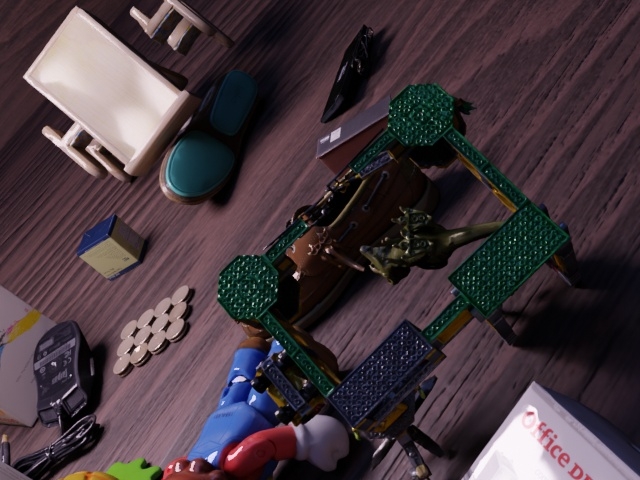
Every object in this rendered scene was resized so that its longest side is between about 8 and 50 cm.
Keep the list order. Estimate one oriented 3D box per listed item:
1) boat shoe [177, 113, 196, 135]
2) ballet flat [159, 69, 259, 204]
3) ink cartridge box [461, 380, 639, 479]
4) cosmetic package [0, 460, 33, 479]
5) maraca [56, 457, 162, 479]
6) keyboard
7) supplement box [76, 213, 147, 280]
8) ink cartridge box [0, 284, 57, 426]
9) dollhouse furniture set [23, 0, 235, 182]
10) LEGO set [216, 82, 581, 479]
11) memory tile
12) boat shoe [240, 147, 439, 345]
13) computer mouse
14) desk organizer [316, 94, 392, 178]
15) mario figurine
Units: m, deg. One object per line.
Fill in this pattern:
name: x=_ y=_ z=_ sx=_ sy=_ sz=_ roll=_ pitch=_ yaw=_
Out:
boat shoe: x=-0.265 y=-0.227 z=1.825 sx=0.125 sy=0.038 sz=0.046 roll=-17 pitch=47 yaw=63
ballet flat: x=-0.205 y=-0.163 z=1.615 sx=0.124 sy=0.116 sz=0.342 roll=-44 pitch=21 yaw=47
ink cartridge box: x=0.153 y=0.232 z=0.631 sx=0.218 sy=0.092 sz=0.158 roll=-54 pitch=29 yaw=6
cosmetic package: x=-0.466 y=0.395 z=1.195 sx=0.151 sy=0.151 sz=0.183 roll=-43 pitch=28 yaw=7
maraca: x=-0.278 y=0.324 z=1.106 sx=0.186 sy=0.099 sz=0.127 roll=-32 pitch=26 yaw=-32
keyboard: x=0.055 y=-0.273 z=1.496 sx=0.100 sy=0.038 sz=0.192 roll=-48 pitch=20 yaw=50
supplement box: x=-0.366 y=0.013 z=1.608 sx=0.083 sy=0.083 sz=0.056 roll=-28 pitch=34 yaw=28
ink cartridge box: x=-0.554 y=0.176 z=1.496 sx=0.171 sy=0.233 sz=0.168 roll=-8 pitch=49 yaw=47
dollhouse furniture set: x=-0.323 y=-0.262 z=1.709 sx=0.362 sy=0.256 sz=0.394 roll=-50 pitch=-7 yaw=8
LEGO set: x=0.085 y=0.038 z=0.864 sx=0.255 sy=0.192 sz=0.331 roll=38 pitch=90 yaw=24
memory tile: x=-0.253 y=0.138 z=1.384 sx=0.148 sy=0.012 sz=0.113 roll=-33 pitch=32 yaw=21
boat shoe: x=0.000 y=0.000 z=1.137 sx=0.307 sy=0.104 sz=0.111 roll=-44 pitch=29 yaw=3
computer mouse: x=-0.413 y=0.255 z=1.401 sx=0.184 sy=0.060 sz=0.262 roll=-37 pitch=42 yaw=8
desk organizer: x=0.061 y=-0.145 z=1.295 sx=0.130 sy=0.050 sz=0.047 roll=-29 pitch=33 yaw=27
mario figurine: x=-0.084 y=0.253 z=0.960 sx=0.320 sy=0.170 sz=0.198 roll=-58 pitch=-6 yaw=-41
